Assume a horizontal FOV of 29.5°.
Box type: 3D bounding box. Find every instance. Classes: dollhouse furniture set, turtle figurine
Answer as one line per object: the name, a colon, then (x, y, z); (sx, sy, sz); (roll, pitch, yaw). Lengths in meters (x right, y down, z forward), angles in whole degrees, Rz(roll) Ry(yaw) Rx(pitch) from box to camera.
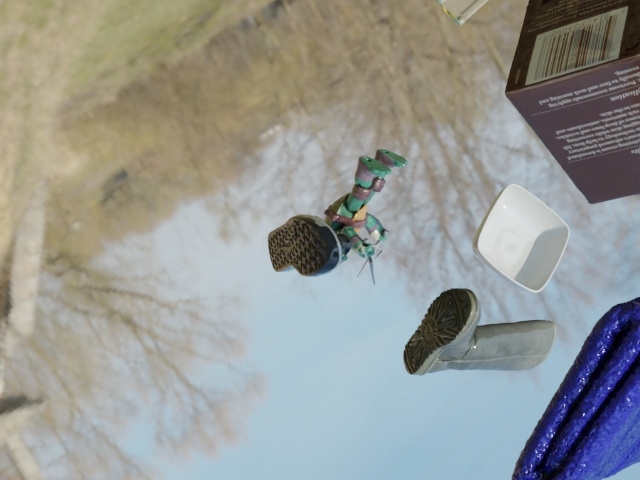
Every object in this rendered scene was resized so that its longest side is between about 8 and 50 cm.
dollhouse furniture set: (0.159, -0.288, 1.273); (0.152, 0.076, 0.058); (-44, -177, -16)
turtle figurine: (0.062, -0.029, 1.974); (0.175, 0.118, 0.234); (-67, 177, -66)

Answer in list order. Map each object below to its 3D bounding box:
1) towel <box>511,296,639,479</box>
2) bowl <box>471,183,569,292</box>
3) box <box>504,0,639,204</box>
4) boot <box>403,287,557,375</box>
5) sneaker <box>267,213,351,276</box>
towel: (0.309, 0.157, 1.198); (0.308, 0.076, 0.227); (0, 120, -59)
bowl: (0.305, 0.001, 1.894); (0.142, 0.142, 0.053); (-59, -166, -23)
box: (0.335, -0.176, 1.341); (0.168, 0.203, 0.167); (-13, -134, 38)
boot: (0.236, 0.127, 1.650); (0.209, 0.076, 0.189); (5, 148, -24)
sneaker: (0.000, 0.000, 1.670); (0.097, 0.084, 0.235); (-9, -176, -19)
